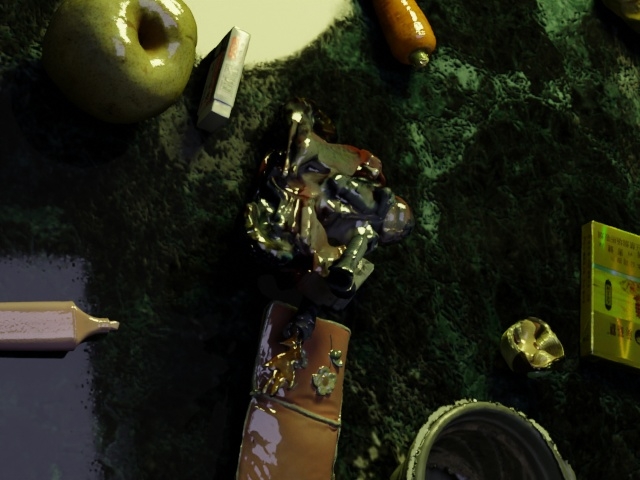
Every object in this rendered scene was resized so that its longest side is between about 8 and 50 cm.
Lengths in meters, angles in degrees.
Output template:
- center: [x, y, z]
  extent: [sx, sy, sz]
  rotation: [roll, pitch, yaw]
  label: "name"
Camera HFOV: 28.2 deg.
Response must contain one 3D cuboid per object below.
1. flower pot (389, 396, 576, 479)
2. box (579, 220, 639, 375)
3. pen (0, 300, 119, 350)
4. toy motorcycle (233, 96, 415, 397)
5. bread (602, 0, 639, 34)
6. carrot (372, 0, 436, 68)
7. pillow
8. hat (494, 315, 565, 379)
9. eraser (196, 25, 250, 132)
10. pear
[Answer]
- center: [0.161, 0.303, 1.437]
  extent: [0.235, 0.140, 0.235]
  rotation: [11, 68, -28]
  label: "flower pot"
- center: [0.407, 0.080, 1.727]
  extent: [0.121, 0.030, 0.193]
  rotation: [16, 64, -24]
  label: "box"
- center: [-0.303, 0.088, 1.316]
  extent: [0.197, 0.032, 0.053]
  rotation: [3, 70, -26]
  label: "pen"
- center: [0.000, 0.000, 1.436]
  extent: [0.207, 0.134, 0.401]
  rotation: [32, 39, -13]
  label: "toy motorcycle"
- center: [0.528, -0.332, 1.914]
  extent: [0.269, 0.098, 0.087]
  rotation: [37, 16, -12]
  label: "bread"
- center: [0.084, -0.335, 1.687]
  extent: [0.061, 0.061, 0.257]
  rotation: [-16, 72, -33]
  label: "carrot"
- center: [-0.029, 0.190, 1.428]
  extent: [0.126, 0.043, 0.232]
  rotation: [20, 63, -26]
  label: "pillow"
- center: [0.261, 0.142, 1.604]
  extent: [0.077, 0.059, 0.076]
  rotation: [-18, 66, -39]
  label: "hat"
- center: [-0.115, -0.191, 1.513]
  extent: [0.029, 0.052, 0.122]
  rotation: [22, 63, -19]
  label: "eraser"
- center: [-0.220, -0.210, 1.412]
  extent: [0.167, 0.136, 0.167]
  rotation: [11, 68, -30]
  label: "pear"
